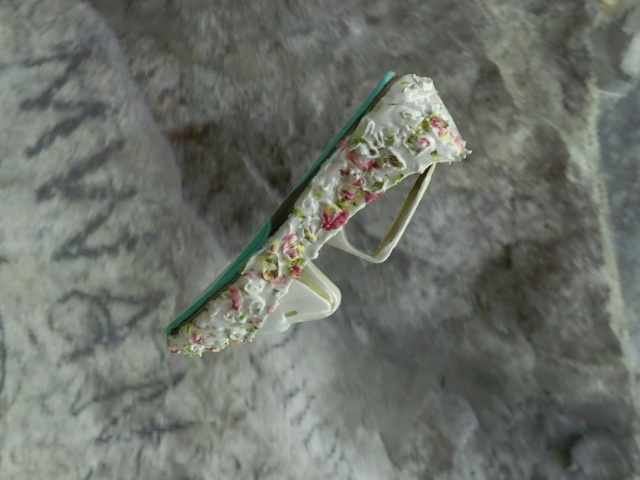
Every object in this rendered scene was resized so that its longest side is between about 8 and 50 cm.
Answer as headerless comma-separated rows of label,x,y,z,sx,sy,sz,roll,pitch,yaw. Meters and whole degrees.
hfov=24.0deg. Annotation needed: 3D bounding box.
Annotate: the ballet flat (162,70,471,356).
ballet flat,0.000,0.000,0.945,0.077,0.091,0.241,42,-78,-1
